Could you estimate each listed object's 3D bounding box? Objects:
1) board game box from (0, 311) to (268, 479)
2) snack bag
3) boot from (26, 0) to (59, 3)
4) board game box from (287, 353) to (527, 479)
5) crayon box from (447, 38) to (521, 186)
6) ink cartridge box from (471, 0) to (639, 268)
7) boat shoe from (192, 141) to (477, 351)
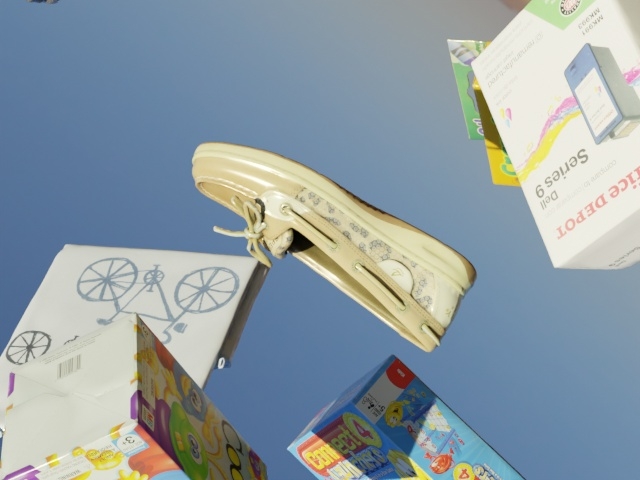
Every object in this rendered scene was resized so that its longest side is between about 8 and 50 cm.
[{"bbox_3d":[-0.167,0.229,1.020,0.275,0.144,0.142,57,-168,-38],"label":"board game box"},{"bbox_3d":[-0.264,0.138,1.374,0.323,0.037,0.342,4,-134,18],"label":"snack bag"},{"bbox_3d":[-0.216,-0.420,1.230,0.222,0.338,0.118,12,-169,-35],"label":"boot"},{"bbox_3d":[0.128,0.318,1.358,0.302,0.086,0.308,43,153,3],"label":"board game box"},{"bbox_3d":[0.322,-0.152,1.329,0.323,0.083,0.203,7,148,23],"label":"crayon box"},{"bbox_3d":[0.230,-0.102,0.840,0.093,0.154,0.212,0,-119,-35],"label":"ink cartridge box"},{"bbox_3d":[0.000,0.000,0.953,0.285,0.089,0.104,26,168,7],"label":"boat shoe"}]
